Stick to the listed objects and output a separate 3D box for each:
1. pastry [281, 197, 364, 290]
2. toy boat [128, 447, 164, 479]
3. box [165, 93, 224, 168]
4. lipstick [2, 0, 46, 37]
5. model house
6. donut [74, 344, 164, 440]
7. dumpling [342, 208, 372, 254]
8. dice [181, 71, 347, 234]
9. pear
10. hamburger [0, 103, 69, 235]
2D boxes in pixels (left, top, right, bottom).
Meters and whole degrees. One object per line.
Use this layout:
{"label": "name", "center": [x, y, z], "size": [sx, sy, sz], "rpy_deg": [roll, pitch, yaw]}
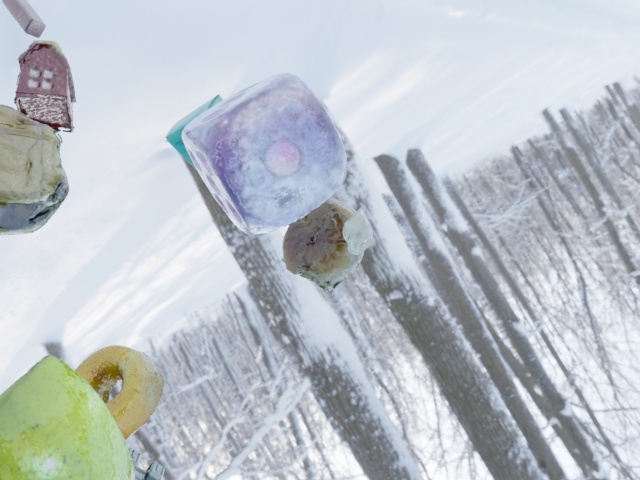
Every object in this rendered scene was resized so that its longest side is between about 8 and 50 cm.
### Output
{"label": "pastry", "center": [0.005, -0.001, 1.598], "size": [0.121, 0.257, 0.235], "rpy_deg": [26, 91, -54]}
{"label": "toy boat", "center": [-0.385, 0.536, 1.151], "size": [0.092, 0.141, 0.319], "rpy_deg": [-52, -168, 8]}
{"label": "box", "center": [-0.308, -0.291, 1.897], "size": [0.205, 0.311, 0.118], "rpy_deg": [-24, -145, 32]}
{"label": "lipstick", "center": [-0.767, -0.587, 1.525], "size": [0.045, 0.145, 0.045], "rpy_deg": [-49, 157, 19]}
{"label": "model house", "center": [-0.863, -0.492, 1.870], "size": [0.160, 0.254, 0.196], "rpy_deg": [3, 156, -15]}
{"label": "donut", "center": [-0.601, 0.427, 1.686], "size": [0.303, 0.303, 0.110], "rpy_deg": [-31, 135, -3]}
{"label": "dumpling", "center": [0.067, -0.013, 1.055], "size": [0.052, 0.076, 0.057], "rpy_deg": [-18, 137, 3]}
{"label": "dice", "center": [-0.122, -0.190, 1.293], "size": [0.270, 0.270, 0.271], "rpy_deg": [-34, -158, -13]}
{"label": "pear", "center": [-0.451, 0.398, 0.943], "size": [0.342, 0.318, 0.238], "rpy_deg": [-40, -168, 31]}
{"label": "hamburger", "center": [-0.636, -0.136, 1.162], "size": [0.134, 0.265, 0.285], "rpy_deg": [-58, -166, 34]}
